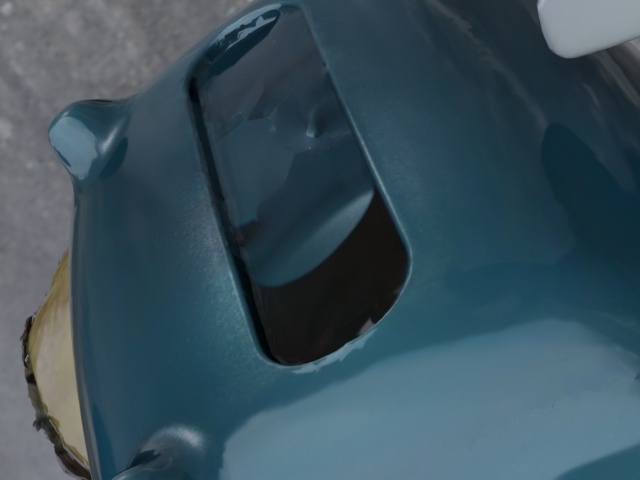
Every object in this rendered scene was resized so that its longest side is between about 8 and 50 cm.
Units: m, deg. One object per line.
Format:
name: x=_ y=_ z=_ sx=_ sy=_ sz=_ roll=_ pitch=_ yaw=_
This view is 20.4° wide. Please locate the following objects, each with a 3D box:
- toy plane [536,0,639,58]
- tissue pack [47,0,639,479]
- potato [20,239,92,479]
toy plane: x=0.073 y=-0.142 z=0.339 sx=0.267 sy=0.122 sz=0.267 roll=5 pitch=135 yaw=5
tissue pack: x=0.038 y=0.038 z=0.498 sx=0.198 sy=0.287 sz=0.206 roll=-38 pitch=123 yaw=14
potato: x=0.000 y=0.000 z=0.997 sx=0.289 sy=0.301 sz=0.237 roll=55 pitch=132 yaw=37
